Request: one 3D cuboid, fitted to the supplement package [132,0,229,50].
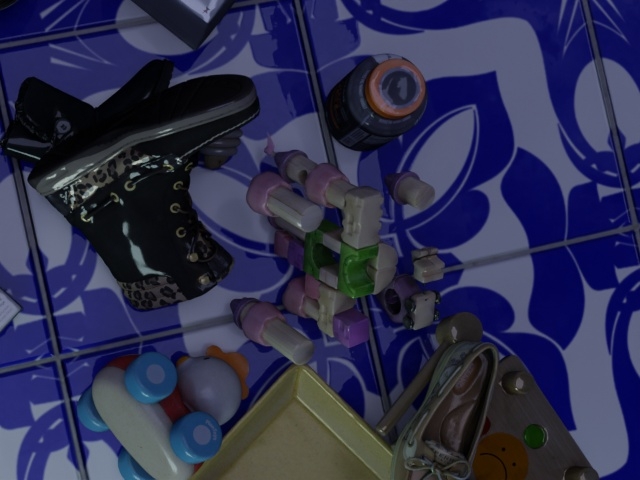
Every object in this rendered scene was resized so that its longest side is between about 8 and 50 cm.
[{"bbox_3d":[-0.217,-0.427,1.916,0.194,0.203,0.149,37,81,-7],"label":"supplement package"}]

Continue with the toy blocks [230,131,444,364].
[{"bbox_3d":[0.000,0.000,1.946,0.309,0.260,0.288,-14,120,-35],"label":"toy blocks"}]

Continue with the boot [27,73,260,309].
[{"bbox_3d":[-0.211,-0.066,1.843,0.377,0.138,0.284,-22,116,16],"label":"boot"}]

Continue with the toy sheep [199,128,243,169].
[{"bbox_3d":[-0.166,-0.178,1.971,0.091,0.091,0.132,2,104,-11],"label":"toy sheep"}]

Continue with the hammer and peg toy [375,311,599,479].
[{"bbox_3d":[0.239,0.308,1.928,0.266,0.127,0.361,-35,92,-16],"label":"hammer and peg toy"}]

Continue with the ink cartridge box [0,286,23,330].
[{"bbox_3d":[-0.576,0.088,1.872,0.203,0.086,0.148,42,80,-6],"label":"ink cartridge box"}]

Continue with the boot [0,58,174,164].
[{"bbox_3d":[-0.363,-0.209,1.928,0.207,0.094,0.246,26,88,-12],"label":"boot"}]

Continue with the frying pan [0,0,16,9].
[{"bbox_3d":[-0.476,-0.482,1.872,0.326,0.053,0.197,-52,129,-30],"label":"frying pan"}]

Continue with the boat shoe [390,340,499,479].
[{"bbox_3d":[0.182,0.277,1.802,0.105,0.089,0.285,22,78,-11],"label":"boat shoe"}]

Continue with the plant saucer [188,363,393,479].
[{"bbox_3d":[-0.036,0.416,1.959,0.333,0.081,0.333,45,80,-5],"label":"plant saucer"}]

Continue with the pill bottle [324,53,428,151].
[{"bbox_3d":[0.091,-0.218,1.940,0.130,0.246,0.130,1,86,-11],"label":"pill bottle"}]

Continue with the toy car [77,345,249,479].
[{"bbox_3d":[-0.210,0.232,1.906,0.238,0.219,0.210,-39,94,-40],"label":"toy car"}]
